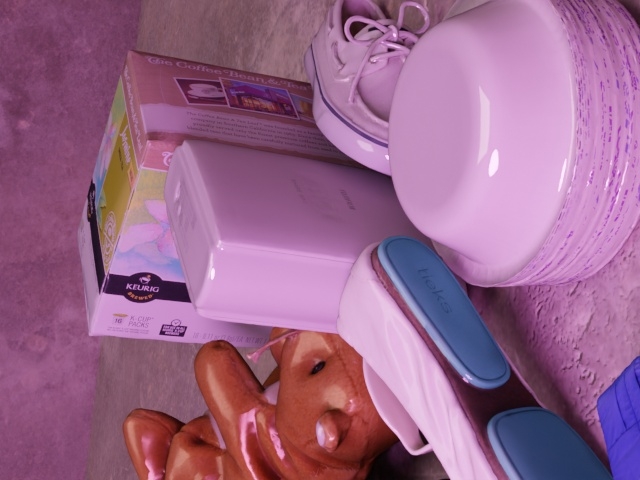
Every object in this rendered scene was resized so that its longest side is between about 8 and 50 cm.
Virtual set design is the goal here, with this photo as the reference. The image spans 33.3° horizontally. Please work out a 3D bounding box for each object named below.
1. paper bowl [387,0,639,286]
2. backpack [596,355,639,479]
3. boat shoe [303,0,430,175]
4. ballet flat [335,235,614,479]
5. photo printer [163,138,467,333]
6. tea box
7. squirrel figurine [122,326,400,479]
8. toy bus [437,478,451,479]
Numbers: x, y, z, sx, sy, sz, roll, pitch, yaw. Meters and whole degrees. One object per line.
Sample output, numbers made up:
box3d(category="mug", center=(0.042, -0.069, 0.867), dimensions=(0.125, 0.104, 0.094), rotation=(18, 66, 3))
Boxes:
box3d(category="paper bowl", center=(0.164, -0.099, 0.985), dimensions=(0.284, 0.148, 0.284), rotation=(180, 90, -67))
box3d(category="backpack", center=(0.267, 0.139, 0.782), dimensions=(0.101, 0.098, 0.120), rotation=(-57, 21, 30))
box3d(category="boat shoe", center=(0.073, -0.216, 1.295), dimensions=(0.367, 0.135, 0.156), rotation=(-104, 32, -58))
box3d(category="ballet flat", center=(0.137, 0.172, 0.940), dimensions=(0.400, 0.139, 0.139), rotation=(56, 137, 31))
box3d(category="photo printer", center=(0.000, 0.000, 1.157), dimensions=(0.256, 0.307, 0.107), rotation=(-116, 40, -56))
box3d(category="tea box", center=(-0.126, -0.043, 1.434), dimensions=(0.220, 0.329, 0.324), rotation=(-111, 35, -47))
box3d(category="squirrel figurine", center=(0.002, 0.270, 1.227), dimensions=(0.370, 0.281, 0.397), rotation=(-38, 64, 46))
box3d(category="toy bus", center=(0.116, 0.320, 0.936), dimensions=(0.211, 0.220, 0.150), rotation=(28, 110, 59))
